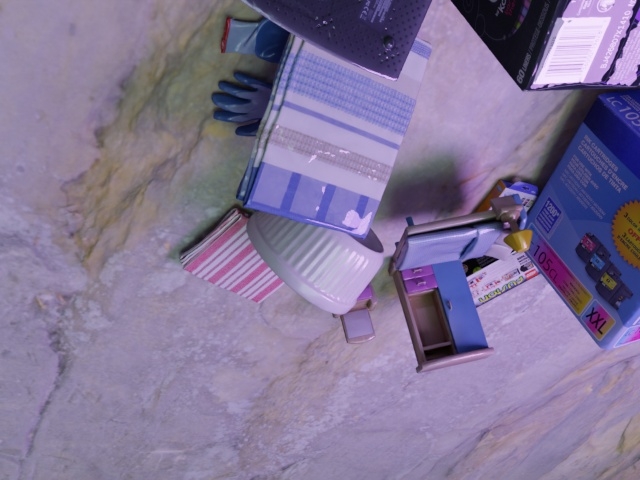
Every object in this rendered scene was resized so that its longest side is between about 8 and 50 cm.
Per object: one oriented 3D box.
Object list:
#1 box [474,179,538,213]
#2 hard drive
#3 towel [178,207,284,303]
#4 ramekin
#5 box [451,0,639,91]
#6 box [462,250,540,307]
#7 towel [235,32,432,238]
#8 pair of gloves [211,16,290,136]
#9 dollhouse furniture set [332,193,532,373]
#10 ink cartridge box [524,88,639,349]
[{"bbox_3d":[0.324,-0.055,1.215,0.081,0.028,0.136,11,127,-29],"label":"box"},{"bbox_3d":[0.014,-0.305,0.775,0.254,0.054,0.172,19,97,-32],"label":"hard drive"},{"bbox_3d":[-0.119,0.029,1.141,0.144,0.029,0.197,-38,137,20],"label":"towel"},{"bbox_3d":[0.000,0.000,1.030,0.207,0.207,0.109,30,109,-40],"label":"ramekin"},{"bbox_3d":[0.248,-0.304,0.747,0.143,0.270,0.165,-5,135,-15],"label":"box"},{"bbox_3d":[0.319,0.075,1.340,0.207,0.036,0.114,-30,137,11],"label":"box"},{"bbox_3d":[0.021,-0.157,0.881,0.209,0.034,0.285,14,98,-31],"label":"towel"},{"bbox_3d":[-0.059,-0.223,0.902,0.159,0.023,0.198,0,130,-18],"label":"pair of gloves"},{"bbox_3d":[0.182,0.086,1.109,0.286,0.198,0.303,-11,159,-10],"label":"dollhouse furniture set"},{"bbox_3d":[0.508,-0.053,1.083,0.151,0.270,0.396,-12,142,-26],"label":"ink cartridge box"}]
